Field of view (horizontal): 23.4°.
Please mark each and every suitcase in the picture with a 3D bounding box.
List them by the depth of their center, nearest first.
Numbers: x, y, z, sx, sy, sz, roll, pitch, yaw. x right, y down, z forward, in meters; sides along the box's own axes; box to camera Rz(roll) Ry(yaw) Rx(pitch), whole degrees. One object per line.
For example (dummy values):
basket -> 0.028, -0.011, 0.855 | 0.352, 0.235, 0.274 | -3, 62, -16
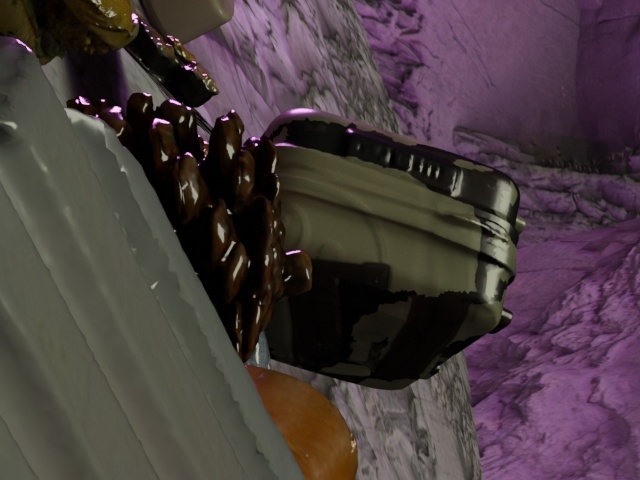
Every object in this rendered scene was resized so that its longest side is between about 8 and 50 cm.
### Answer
suitcase -> 0.000, 0.000, 1.505 | 0.351, 0.339, 0.194 | 131, -25, -65

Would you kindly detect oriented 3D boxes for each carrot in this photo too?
carrot -> -0.084, 0.225, 1.210 | 0.254, 0.196, 0.196 | -51, 126, -68

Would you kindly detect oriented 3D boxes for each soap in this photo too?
soap -> -0.167, 0.139, 0.775 | 0.350, 0.213, 0.435 | -87, 159, -52

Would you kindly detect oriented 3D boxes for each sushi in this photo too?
sushi -> -0.150, -0.179, 1.487 | 0.210, 0.040, 0.193 | 47, 3, 17

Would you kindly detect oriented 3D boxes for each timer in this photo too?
timer -> -0.072, -0.341, 1.768 | 0.175, 0.266, 0.175 | -15, 90, -79

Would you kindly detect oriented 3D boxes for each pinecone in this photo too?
pinecone -> -0.136, 0.008, 1.017 | 0.224, 0.272, 0.224 | -170, -90, -71

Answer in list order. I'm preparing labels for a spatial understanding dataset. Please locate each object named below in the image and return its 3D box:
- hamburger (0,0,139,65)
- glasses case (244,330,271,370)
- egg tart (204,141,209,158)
hamburger -> -0.226, -0.230, 1.285 | 0.185, 0.113, 0.177 | 65, 7, -75
glasses case -> -0.083, 0.125, 1.449 | 0.282, 0.067, 0.109 | 102, -21, -71
egg tart -> -0.133, 0.011, 1.302 | 0.212, 0.090, 0.212 | 13, -74, 55
